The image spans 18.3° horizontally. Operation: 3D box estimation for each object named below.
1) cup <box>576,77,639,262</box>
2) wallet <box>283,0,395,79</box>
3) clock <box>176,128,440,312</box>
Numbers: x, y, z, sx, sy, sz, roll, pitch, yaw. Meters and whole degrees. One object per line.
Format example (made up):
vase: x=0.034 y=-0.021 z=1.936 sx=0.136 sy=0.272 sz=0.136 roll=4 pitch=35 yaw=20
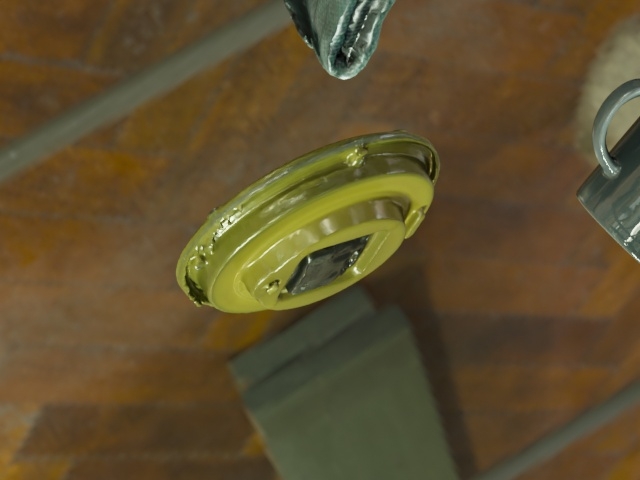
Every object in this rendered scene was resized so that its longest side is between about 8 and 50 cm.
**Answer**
cup: x=0.167 y=-0.034 z=0.972 sx=0.100 sy=0.078 sz=0.077 roll=39 pitch=102 yaw=-25
wallet: x=0.025 y=-0.269 z=1.110 sx=0.075 sy=0.342 sz=0.237 roll=13 pitch=121 yaw=-25
clock: x=0.000 y=0.000 z=1.577 sx=0.237 sy=0.057 sz=0.237 roll=-25 pitch=159 yaw=-10
